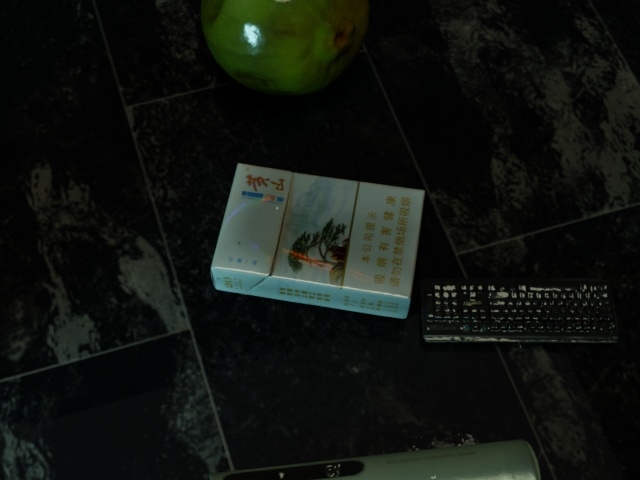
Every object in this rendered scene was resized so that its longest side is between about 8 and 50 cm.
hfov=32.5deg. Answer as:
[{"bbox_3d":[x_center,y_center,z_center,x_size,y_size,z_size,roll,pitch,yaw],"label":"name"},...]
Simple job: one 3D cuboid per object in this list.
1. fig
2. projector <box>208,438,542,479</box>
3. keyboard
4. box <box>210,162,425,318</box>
[{"bbox_3d":[-0.059,-0.282,1.395,0.230,0.207,0.207,5,57,28],"label":"fig"},{"bbox_3d":[0.055,0.274,1.128,0.337,0.108,0.108,-5,60,-5],"label":"projector"},{"bbox_3d":[0.232,0.083,1.290,0.230,0.025,0.093,0,57,-2],"label":"keyboard"},{"bbox_3d":[-0.001,0.000,1.305,0.233,0.067,0.149,8,60,3],"label":"box"}]
